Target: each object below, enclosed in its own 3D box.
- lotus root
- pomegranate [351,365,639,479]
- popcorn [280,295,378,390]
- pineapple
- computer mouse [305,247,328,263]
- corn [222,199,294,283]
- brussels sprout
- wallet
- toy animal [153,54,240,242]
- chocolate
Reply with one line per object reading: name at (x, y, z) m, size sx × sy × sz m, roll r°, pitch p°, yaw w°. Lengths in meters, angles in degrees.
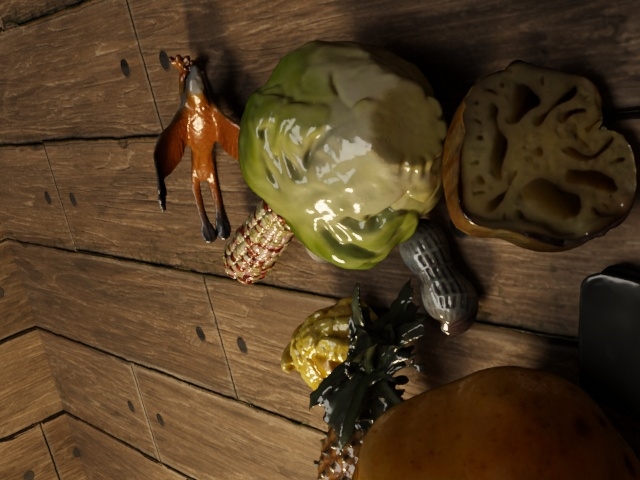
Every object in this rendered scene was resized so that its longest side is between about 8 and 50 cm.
lotus root at (0.234, -0.075, 1.080) m, size 0.180 × 0.199 × 0.188 m, roll 91°, pitch -169°, yaw -79°
pomegranate at (0.216, 0.327, 1.167) m, size 0.410 × 0.410 × 0.410 m, roll 32°, pitch 134°, yaw 41°
popcorn at (0.027, 0.173, 1.520) m, size 0.163 × 0.140 × 0.194 m, roll 29°, pitch 142°, yaw 33°
pineapple at (0.066, 0.234, 1.384) m, size 0.165 × 0.165 × 0.364 m, roll 28°, pitch 126°, yaw 44°
computer mouse at (0.002, 0.000, 1.530) m, size 0.096 × 0.039 × 0.066 m, roll -142°, pitch 40°, yaw -64°
corn at (-0.091, -0.005, 1.601) m, size 0.092 × 0.092 × 0.280 m, roll 61°, pitch 150°, yaw 9°
brussels sprout at (0.028, -0.118, 1.232) m, size 0.274 × 0.242 × 0.316 m, roll 58°, pitch 152°, yaw 21°
wallet at (0.436, 0.156, 1.004) m, size 0.377 × 0.051 × 0.197 m, roll 25°, pitch 130°, yaw 44°
toy animal at (-0.191, -0.167, 1.669) m, size 0.284 × 0.225 × 0.302 m, roll 138°, pitch 120°, yaw -77°
chocolate at (0.160, 0.048, 1.308) m, size 0.167 × 0.072 × 0.072 m, roll 64°, pitch 147°, yaw 9°
